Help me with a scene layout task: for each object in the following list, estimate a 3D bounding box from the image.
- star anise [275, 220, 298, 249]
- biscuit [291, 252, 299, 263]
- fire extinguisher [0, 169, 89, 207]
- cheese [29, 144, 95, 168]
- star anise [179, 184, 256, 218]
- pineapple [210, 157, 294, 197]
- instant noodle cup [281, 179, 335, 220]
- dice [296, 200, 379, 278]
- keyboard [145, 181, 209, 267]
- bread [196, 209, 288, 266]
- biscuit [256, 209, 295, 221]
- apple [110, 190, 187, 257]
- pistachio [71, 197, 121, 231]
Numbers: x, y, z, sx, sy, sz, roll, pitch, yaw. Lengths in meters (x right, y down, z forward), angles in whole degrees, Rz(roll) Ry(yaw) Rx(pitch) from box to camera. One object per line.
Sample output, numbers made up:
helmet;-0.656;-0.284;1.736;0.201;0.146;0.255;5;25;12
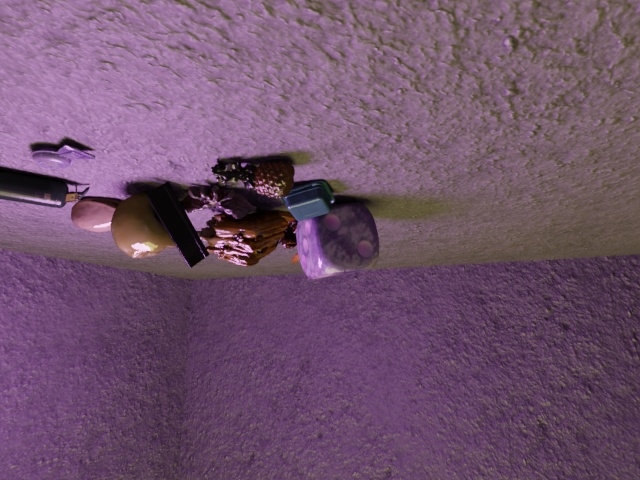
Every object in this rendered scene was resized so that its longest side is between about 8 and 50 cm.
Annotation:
star anise;-0.097;-0.042;1.873;0.220;0.126;0.190;-20;180;-34
biscuit;0.000;0.000;1.888;0.308;0.040;0.204;-35;180;-16
fire extinguisher;-0.966;-0.175;1.369;0.311;0.115;0.095;12;-158;-37
cheese;-0.754;-0.241;1.166;0.190;0.042;0.105;-7;167;22
star anise;-0.373;-0.136;1.489;0.257;0.111;0.198;13;164;-24
pineapple;-0.209;-0.199;1.238;0.251;0.125;0.125;9;169;7
instant noodle cup;-0.044;-0.135;1.458;0.179;0.070;0.157;-15;153;12
dice;0.065;0.006;1.653;0.269;0.272;0.270;-8;174;-21
keyboard;-0.505;-0.053;1.456;0.018;0.310;0.101;5;-144;48
bread;-0.336;-0.011;1.646;0.369;0.192;0.314;2;-165;24
biscuit;-0.213;-0.095;1.842;0.186;0.036;0.192;4;168;-24
apple;-0.643;-0.055;1.519;0.278;0.280;0.279;0;168;0
pistachio;-0.884;-0.100;1.631;0.222;0.126;0.152;2;132;-8
